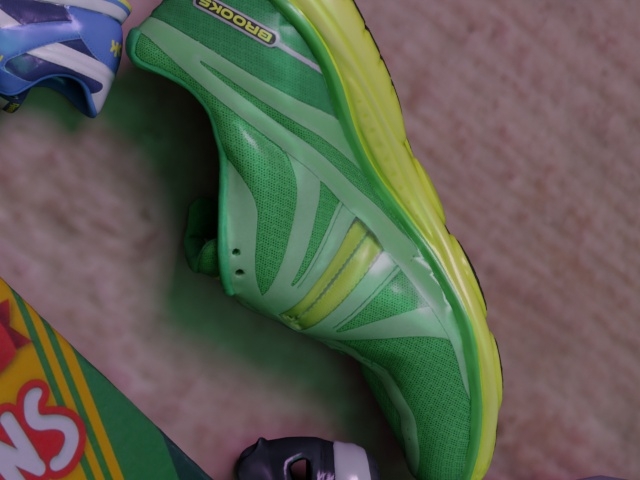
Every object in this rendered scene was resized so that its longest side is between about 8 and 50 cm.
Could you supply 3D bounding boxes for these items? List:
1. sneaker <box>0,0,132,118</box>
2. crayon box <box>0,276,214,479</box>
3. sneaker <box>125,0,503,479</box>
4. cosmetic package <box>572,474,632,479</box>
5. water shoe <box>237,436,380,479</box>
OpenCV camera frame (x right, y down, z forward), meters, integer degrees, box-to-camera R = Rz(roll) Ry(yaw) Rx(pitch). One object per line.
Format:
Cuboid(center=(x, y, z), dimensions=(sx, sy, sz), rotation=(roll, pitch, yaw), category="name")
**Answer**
Cuboid(center=(-0.153, -0.087, 0.516), dimensions=(0.144, 0.053, 0.059), rotation=(4, 93, -26), category="sneaker")
Cuboid(center=(-0.205, 0.080, 0.446), dimensions=(0.318, 0.081, 0.202), rotation=(47, 51, -21), category="crayon box")
Cuboid(center=(0.000, 0.000, 0.584), dimensions=(0.123, 0.109, 0.295), rotation=(-26, 107, 0), category="sneaker")
Cuboid(center=(0.088, 0.321, 0.587), dimensions=(0.284, 0.097, 0.377), rotation=(6, 90, -50), category="cosmetic package")
Cuboid(center=(-0.021, 0.198, 0.600), dimensions=(0.080, 0.073, 0.203), rotation=(8, 88, -1), category="water shoe")
